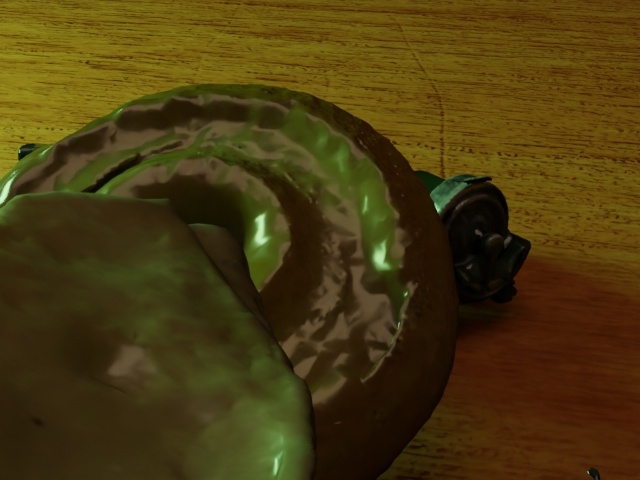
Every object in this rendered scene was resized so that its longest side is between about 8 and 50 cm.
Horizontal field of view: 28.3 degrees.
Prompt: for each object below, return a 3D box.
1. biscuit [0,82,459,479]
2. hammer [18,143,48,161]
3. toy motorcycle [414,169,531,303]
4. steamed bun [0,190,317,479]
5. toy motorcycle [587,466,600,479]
[{"bbox_3d":[-0.070,0.027,0.711,0.296,0.102,0.296,-4,55,6],"label":"biscuit"},{"bbox_3d":[-0.179,-0.077,1.164,0.201,0.021,0.078,0,25,7],"label":"hammer"},{"bbox_3d":[0.000,0.000,0.880,0.275,0.127,0.205,-12,27,-35],"label":"toy motorcycle"},{"bbox_3d":[-0.135,0.117,0.357,0.247,0.189,0.428,22,18,-16],"label":"steamed bun"},{"bbox_3d":[0.161,0.156,0.572,0.213,0.082,0.122,-9,35,-34],"label":"toy motorcycle"}]
